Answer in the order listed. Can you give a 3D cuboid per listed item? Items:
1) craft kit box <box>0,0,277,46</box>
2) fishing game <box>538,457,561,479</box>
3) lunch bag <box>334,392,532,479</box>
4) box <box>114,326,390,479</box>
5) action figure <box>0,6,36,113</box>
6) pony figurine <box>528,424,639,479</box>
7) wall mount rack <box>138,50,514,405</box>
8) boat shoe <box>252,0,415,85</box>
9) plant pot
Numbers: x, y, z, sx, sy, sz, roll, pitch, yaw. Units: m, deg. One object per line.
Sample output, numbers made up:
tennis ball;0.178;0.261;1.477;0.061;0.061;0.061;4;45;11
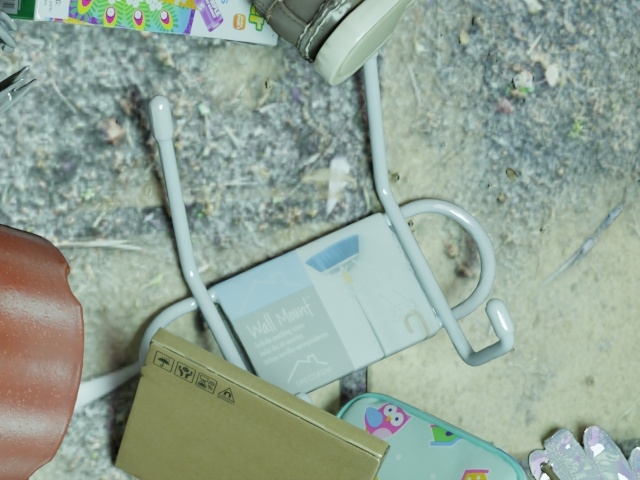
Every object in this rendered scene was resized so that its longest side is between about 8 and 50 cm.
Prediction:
craft kit box;-0.125;-0.282;1.497;0.247;0.061;0.249;-1;99;-47
fishing game;0.124;0.304;1.694;0.041;0.189;0.264;40;96;-17
lunch bag;0.054;0.274;1.628;0.279;0.224;0.108;-58;139;-10
box;-0.059;0.170;1.538;0.201;0.164;0.021;26;44;6
action figure;-0.324;-0.158;1.398;0.185;0.099;0.285;-28;103;-3
pony figurine;0.413;0.262;1.799;0.303;0.363;0.351;-34;98;-14
wall mount rack;0.000;0.000;1.609;0.350;0.130;0.304;-24;83;-26
boat shoe;0.069;-0.253;1.601;0.097;0.116;0.324;39;56;7
plant pot;-0.328;0.071;1.362;0.265;0.272;0.272;12;92;-40
